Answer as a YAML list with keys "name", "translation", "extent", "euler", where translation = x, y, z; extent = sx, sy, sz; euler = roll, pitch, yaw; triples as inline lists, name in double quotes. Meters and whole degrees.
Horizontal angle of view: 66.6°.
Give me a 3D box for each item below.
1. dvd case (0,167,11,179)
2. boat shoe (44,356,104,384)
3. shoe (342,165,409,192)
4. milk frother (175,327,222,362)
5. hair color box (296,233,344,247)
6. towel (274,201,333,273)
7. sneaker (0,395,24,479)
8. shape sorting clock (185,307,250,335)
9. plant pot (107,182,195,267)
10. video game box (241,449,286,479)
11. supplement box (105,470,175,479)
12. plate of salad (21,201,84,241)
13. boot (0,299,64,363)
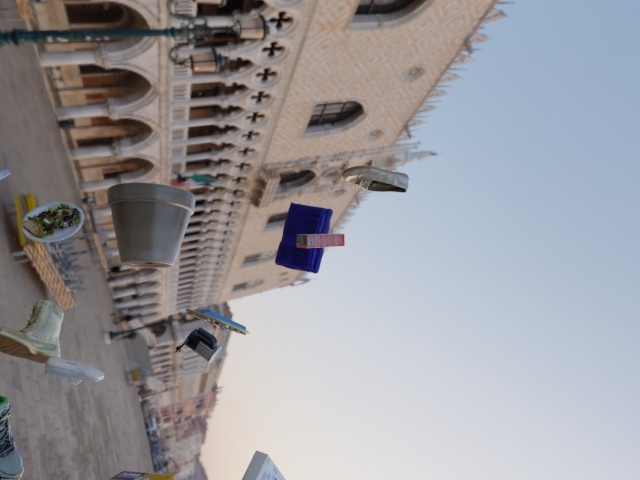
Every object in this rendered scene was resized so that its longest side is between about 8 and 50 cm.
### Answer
- name: "dvd case"
  translation: [-1.007, -0.141, 1.360]
  extent: [0.253, 0.180, 0.022]
  euler: [-110, -177, -66]
- name: "boat shoe"
  translation: [-0.814, 0.441, 1.608]
  extent: [0.066, 0.184, 0.063]
  euler: [-167, -84, -74]
- name: "shoe"
  translation: [0.178, -0.193, 1.564]
  extent: [0.076, 0.219, 0.058]
  euler: [100, -5, -62]
- name: "milk frother"
  translation: [-0.501, 0.445, 1.996]
  extent: [0.135, 0.143, 0.129]
  euler: [33, -35, 11]
- name: "hair color box"
  translation: [0.000, 0.000, 1.890]
  extent: [0.093, 0.167, 0.053]
  euler: [4, -85, 62]
- name: "towel"
  translation: [-0.080, -0.017, 2.209]
  extent: [0.076, 0.228, 0.308]
  euler: [35, 67, -64]
- name: "sneaker"
  translation: [-0.959, 0.544, 1.403]
  extent: [0.343, 0.146, 0.134]
  euler: [59, 7, 0]
- name: "shape sorting clock"
  translation: [-0.309, 0.247, 1.468]
  extent: [0.040, 0.206, 0.206]
  euler: [-66, -165, -16]
- name: "plant pot"
  translation: [-0.651, -0.044, 1.869]
  extent: [0.323, 0.323, 0.280]
  euler: [157, -65, -68]
- name: "video game box"
  translation: [-0.161, 0.674, 1.232]
  extent: [0.048, 0.205, 0.187]
  euler: [1, -48, 29]
- name: "supplement box"
  translation: [-0.485, 0.660, 1.017]
  extent: [0.194, 0.356, 0.195]
  euler: [-12, -93, 30]
- name: "plate of salad"
  translation: [-0.941, -0.074, 1.711]
  extent: [0.048, 0.200, 0.200]
  euler: [100, -31, -47]
- name: "boot"
  translation: [-0.993, 0.292, 1.668]
  extent: [0.262, 0.095, 0.203]
  euler: [51, 24, -54]
